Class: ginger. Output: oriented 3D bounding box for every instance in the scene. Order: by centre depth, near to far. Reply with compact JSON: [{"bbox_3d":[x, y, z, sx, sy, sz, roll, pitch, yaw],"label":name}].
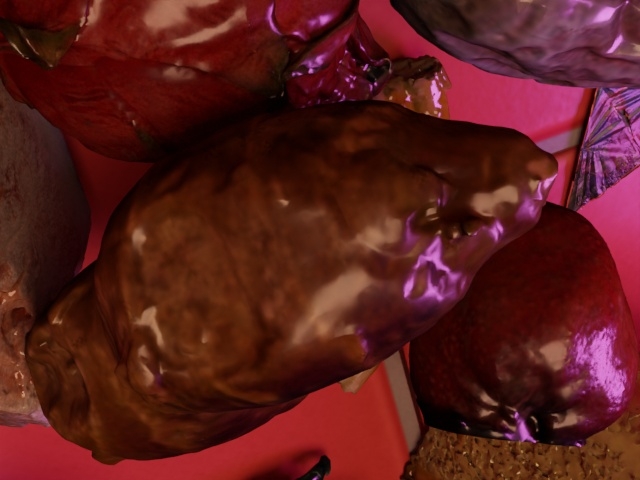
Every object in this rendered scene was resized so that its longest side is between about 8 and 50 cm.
[{"bbox_3d":[-0.015,0.023,0.645,0.274,0.152,0.357,-11,163,-37],"label":"ginger"}]

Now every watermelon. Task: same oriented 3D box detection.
[{"bbox_3d":[-0.273,0.021,0.711,0.310,0.232,0.193,-48,156,-4],"label":"watermelon"}]

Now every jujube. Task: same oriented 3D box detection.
[{"bbox_3d":[0.186,-0.210,0.711,0.317,0.226,0.226,-1,120,-25],"label":"jujube"}]

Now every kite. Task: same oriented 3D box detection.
[{"bbox_3d":[0.284,-0.089,0.936,0.190,0.010,0.159,-38,125,8],"label":"kite"}]

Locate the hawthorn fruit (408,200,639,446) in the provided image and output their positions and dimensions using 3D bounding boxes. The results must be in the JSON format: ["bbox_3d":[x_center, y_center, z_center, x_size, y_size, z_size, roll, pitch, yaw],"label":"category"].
[{"bbox_3d":[0.166,0.053,0.861,0.189,0.251,0.189,6,149,4],"label":"hawthorn fruit"}]

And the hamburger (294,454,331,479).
[{"bbox_3d":[-0.016,0.369,1.029,0.260,0.150,0.276,-46,122,9],"label":"hamburger"}]

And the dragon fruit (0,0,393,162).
[{"bbox_3d":[-0.083,-0.161,0.636,0.299,0.244,0.244,29,108,-18],"label":"dragon fruit"}]

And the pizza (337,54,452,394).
[{"bbox_3d":[0.000,0.000,0.856,0.223,0.089,0.323,2,119,-22],"label":"pizza"}]

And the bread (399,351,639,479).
[{"bbox_3d":[0.295,0.203,1.009,0.279,0.315,0.248,-19,129,-37],"label":"bread"}]
